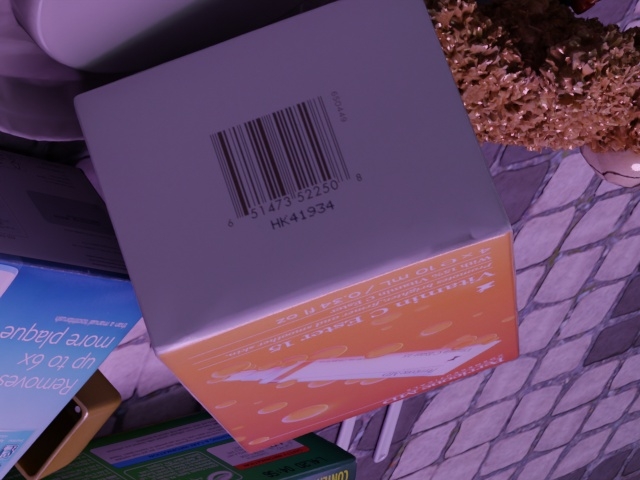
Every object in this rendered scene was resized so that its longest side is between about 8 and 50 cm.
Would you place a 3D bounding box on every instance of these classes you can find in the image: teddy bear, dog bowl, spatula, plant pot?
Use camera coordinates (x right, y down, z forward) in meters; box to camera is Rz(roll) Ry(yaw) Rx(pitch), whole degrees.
[{"bbox_3d":[0.141,-0.106,1.424,0.245,0.113,0.338,-13,161,43],"label":"teddy bear"},{"bbox_3d":[-0.065,-0.198,1.119,0.349,0.102,0.349,-28,163,-9],"label":"dog bowl"},{"bbox_3d":[0.032,0.182,1.958,0.168,0.019,0.242,-25,150,-25],"label":"spatula"},{"bbox_3d":[-0.203,0.126,1.535,0.081,0.081,0.083,-50,162,21],"label":"plant pot"}]

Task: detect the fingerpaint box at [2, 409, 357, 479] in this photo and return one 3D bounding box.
[{"bbox_3d":[-0.192,0.368,1.658,0.445,0.163,0.371,-10,114,-42],"label":"fingerpaint box"}]

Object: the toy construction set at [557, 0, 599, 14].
[{"bbox_3d":[0.243,-0.269,1.387,0.328,0.151,0.215,-15,170,-24],"label":"toy construction set"}]

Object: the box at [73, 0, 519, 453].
[{"bbox_3d":[0.000,0.000,1.273,0.215,0.168,0.345,-20,164,1],"label":"box"}]

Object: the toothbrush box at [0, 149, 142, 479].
[{"bbox_3d":[-0.284,0.080,1.315,0.295,0.126,0.216,-47,151,18],"label":"toothbrush box"}]
